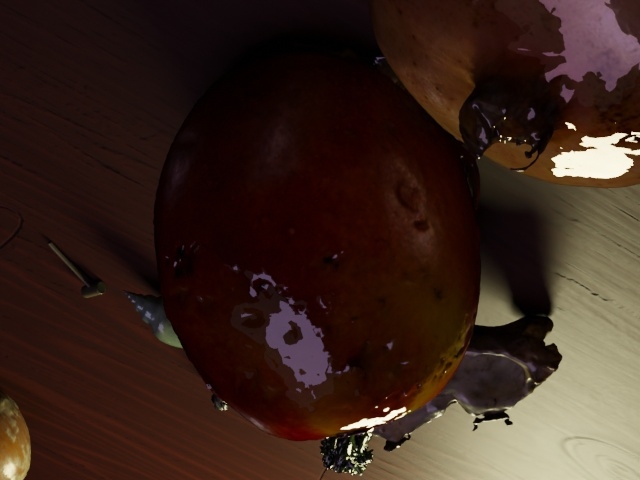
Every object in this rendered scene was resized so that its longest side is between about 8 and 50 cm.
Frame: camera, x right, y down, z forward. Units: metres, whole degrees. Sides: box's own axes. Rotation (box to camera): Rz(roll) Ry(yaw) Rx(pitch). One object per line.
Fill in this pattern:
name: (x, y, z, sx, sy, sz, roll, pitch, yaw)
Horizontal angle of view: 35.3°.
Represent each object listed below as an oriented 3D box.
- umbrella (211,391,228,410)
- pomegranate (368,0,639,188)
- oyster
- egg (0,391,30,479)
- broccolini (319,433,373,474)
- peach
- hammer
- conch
umbrella: (-0.148, 0.217, 1.565, 0.037, 0.040, 0.144, 24, 140, 7)
pomegranate: (0.191, -0.182, 0.736, 0.338, 0.338, 0.338, 11, 141, 9)
oyster: (0.135, 0.169, 1.279, 0.336, 0.198, 0.133, -3, 132, 12)
egg: (-0.621, 0.352, 1.794, 0.233, 0.195, 0.195, 33, 141, 1)
broccolini: (0.044, 0.302, 1.569, 0.091, 0.068, 0.203, 28, 144, 19)
peach: (0.000, 0.000, 1.083, 0.339, 0.353, 0.417, -10, 91, 22)
hammer: (-0.357, 0.040, 1.459, 0.035, 0.019, 0.110, -13, 126, 33)
conch: (-0.202, 0.107, 1.448, 0.180, 0.088, 0.065, 29, -176, -23)
